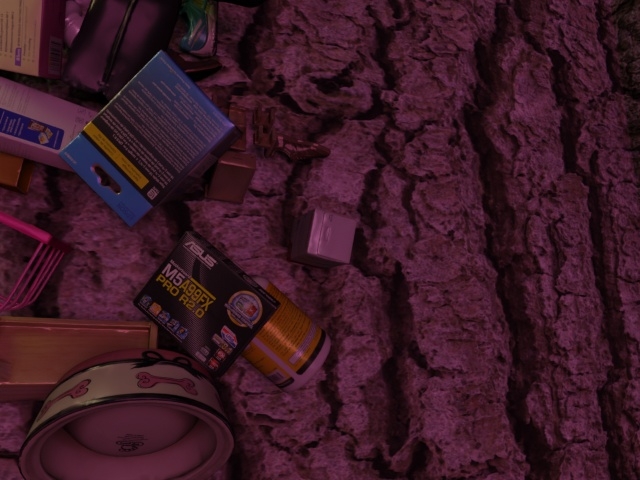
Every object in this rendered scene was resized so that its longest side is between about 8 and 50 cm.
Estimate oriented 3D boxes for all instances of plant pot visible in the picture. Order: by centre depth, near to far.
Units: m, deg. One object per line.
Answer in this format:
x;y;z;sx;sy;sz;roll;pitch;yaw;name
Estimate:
-0.728;-0.160;1.104;0.083;0.081;0.082;9;79;-14;plant pot

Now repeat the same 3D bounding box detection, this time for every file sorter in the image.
-0.675;0.034;0.983;0.202;0.290;0.182;29;75;-16;file sorter

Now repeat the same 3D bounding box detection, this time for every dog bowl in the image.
-0.393;0.392;1.014;0.407;0.408;0.150;5;38;-21;dog bowl

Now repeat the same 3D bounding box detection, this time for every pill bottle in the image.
-0.659;-0.566;1.172;0.186;0.112;0.112;42;70;-11;pill bottle
-0.148;0.214;1.221;0.334;0.188;0.188;44;69;-10;pill bottle

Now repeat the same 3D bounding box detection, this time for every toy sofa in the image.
-0.561;0.268;1.086;0.362;0.177;0.150;6;55;-21;toy sofa

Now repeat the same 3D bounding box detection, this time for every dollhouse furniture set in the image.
-0.245;-0.250;1.304;0.212;0.161;0.242;8;57;-21;dollhouse furniture set

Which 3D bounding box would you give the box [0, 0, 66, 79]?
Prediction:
-0.721;-0.496;1.066;0.242;0.117;0.214;10;104;-8;box

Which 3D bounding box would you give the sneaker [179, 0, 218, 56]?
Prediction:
-0.339;-0.650;1.324;0.109;0.107;0.276;3;81;-12;sneaker

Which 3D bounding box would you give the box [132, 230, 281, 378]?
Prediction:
-0.261;0.144;1.093;0.270;0.060;0.216;40;97;4;box

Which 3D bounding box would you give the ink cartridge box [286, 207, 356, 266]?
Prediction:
0.000;0.000;1.319;0.127;0.176;0.128;15;77;-19;ink cartridge box

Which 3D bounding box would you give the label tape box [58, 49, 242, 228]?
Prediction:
-0.389;-0.228;1.114;0.333;0.106;0.241;-44;92;2;label tape box

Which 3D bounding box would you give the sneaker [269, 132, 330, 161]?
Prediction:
-0.065;-0.261;1.403;0.188;0.066;0.071;13;94;-15;sneaker

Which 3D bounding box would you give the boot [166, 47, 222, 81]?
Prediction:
-0.382;-0.485;1.289;0.219;0.082;0.106;-22;93;-21;boot

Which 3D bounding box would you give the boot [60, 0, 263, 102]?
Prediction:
-0.374;-0.510;1.166;0.366;0.146;0.446;24;93;-16;boot

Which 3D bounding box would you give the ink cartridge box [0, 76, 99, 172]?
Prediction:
-0.686;-0.276;1.078;0.332;0.065;0.166;19;53;-33;ink cartridge box
